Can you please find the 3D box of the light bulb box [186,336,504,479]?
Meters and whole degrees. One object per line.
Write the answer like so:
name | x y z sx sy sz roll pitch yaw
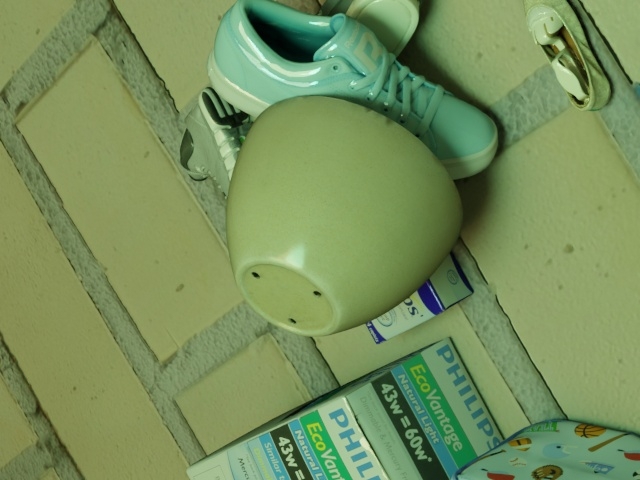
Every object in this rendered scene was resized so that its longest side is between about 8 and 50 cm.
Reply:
light bulb box | 0.071 0.370 2.022 0.361 0.225 0.358 -32 85 45

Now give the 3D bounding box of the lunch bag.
lunch bag | 0.307 0.314 1.776 0.303 0.243 0.115 8 112 38

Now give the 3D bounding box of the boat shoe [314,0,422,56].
boat shoe | 0.028 -0.242 1.921 0.319 0.116 0.099 -47 31 49

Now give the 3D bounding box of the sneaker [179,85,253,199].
sneaker | -0.127 -0.092 2.116 0.132 0.086 0.229 -37 72 48

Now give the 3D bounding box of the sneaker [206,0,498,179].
sneaker | 0.044 -0.183 1.786 0.365 0.135 0.150 17 147 -1

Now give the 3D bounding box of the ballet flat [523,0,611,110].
ballet flat | 0.273 -0.221 1.719 0.057 0.052 0.168 -38 80 44

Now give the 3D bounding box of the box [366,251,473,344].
box | 0.105 0.048 1.965 0.137 0.072 0.126 -31 86 44

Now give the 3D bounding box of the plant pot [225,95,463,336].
plant pot | 0.000 0.000 1.778 0.284 0.191 0.284 20 145 15
